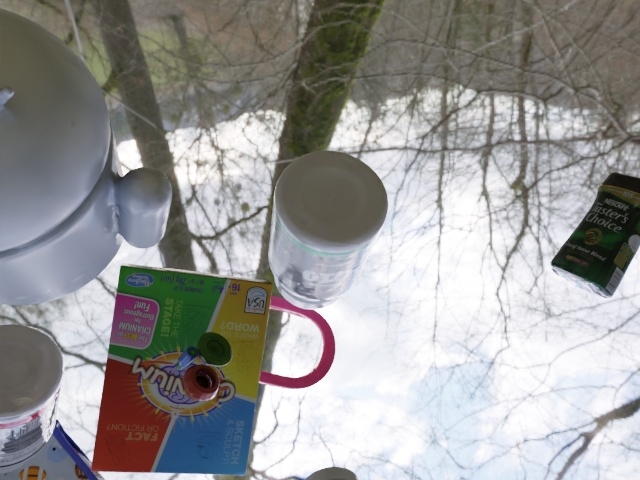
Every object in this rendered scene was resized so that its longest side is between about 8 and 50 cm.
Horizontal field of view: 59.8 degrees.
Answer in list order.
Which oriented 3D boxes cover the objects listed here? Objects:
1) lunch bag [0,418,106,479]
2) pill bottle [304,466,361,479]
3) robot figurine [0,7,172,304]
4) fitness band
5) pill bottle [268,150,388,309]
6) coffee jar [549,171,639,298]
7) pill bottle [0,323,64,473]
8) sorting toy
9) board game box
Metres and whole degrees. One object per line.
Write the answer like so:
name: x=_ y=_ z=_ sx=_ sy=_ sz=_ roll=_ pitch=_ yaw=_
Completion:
lunch bag: x=-0.642 y=0.651 z=1.273 sx=0.328 sy=0.385 sz=0.239 roll=-40 pitch=-157 yaw=-28
pill bottle: x=0.020 y=0.294 z=0.511 sx=0.087 sy=0.087 sz=0.160 roll=-9 pitch=-153 yaw=-3
robot figurine: x=-0.280 y=-0.059 z=0.489 sx=0.300 sy=0.199 sz=0.353 roll=11 pitch=160 yaw=-9
fitness band: x=-0.100 y=0.247 z=1.351 sx=0.291 sy=0.209 sz=0.054 roll=18 pitch=159 yaw=-19
pill bottle: x=0.000 y=0.000 z=1.117 sx=0.204 sy=0.204 sz=0.361 roll=-12 pitch=157 yaw=-13
coffee jar: x=0.435 y=-0.012 z=0.834 sx=0.079 sy=0.184 sz=0.096 roll=33 pitch=180 yaw=-34
pill bottle: x=-0.576 y=0.307 z=1.017 sx=0.176 sy=0.318 sz=0.176 roll=17 pitch=-137 yaw=-17
sorting toy: x=-0.157 y=0.166 z=0.726 sx=0.042 sy=0.061 sz=0.102 roll=-46 pitch=-162 yaw=31
board game box: x=-0.219 y=0.208 z=0.897 sx=0.242 sy=0.316 sz=0.064 roll=8 pitch=180 yaw=-15
